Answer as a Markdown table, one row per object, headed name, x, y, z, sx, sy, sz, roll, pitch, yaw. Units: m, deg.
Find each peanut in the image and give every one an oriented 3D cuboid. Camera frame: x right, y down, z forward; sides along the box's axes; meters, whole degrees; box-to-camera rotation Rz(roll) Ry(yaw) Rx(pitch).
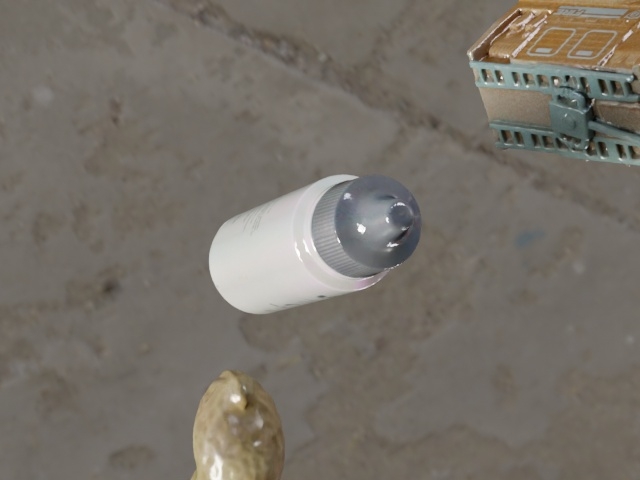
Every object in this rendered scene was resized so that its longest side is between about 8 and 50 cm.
| name | x | y | z | sx | sy | sz | roll | pitch | yaw |
| --- | --- | --- | --- | --- | --- | --- | --- | --- | --- |
| peanut | -0.078 | 0.219 | 1.610 | 0.085 | 0.104 | 0.228 | -4 | 121 | -20 |

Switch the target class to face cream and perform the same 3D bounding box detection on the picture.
| name | x | y | z | sx | sy | sz | roll | pitch | yaw |
| --- | --- | --- | --- | --- | --- | --- | --- | --- | --- |
| face cream | 0.000 | 0.000 | 1.411 | 0.092 | 0.311 | 0.092 | 3 | 81 | -20 |

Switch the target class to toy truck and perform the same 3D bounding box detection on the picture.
| name | x | y | z | sx | sy | sz | roll | pitch | yaw |
| --- | --- | --- | --- | --- | --- | --- | --- | --- | --- |
| toy truck | 0.278 | -0.136 | 1.518 | 0.162 | 0.305 | 0.136 | -40 | 123 | -32 |
